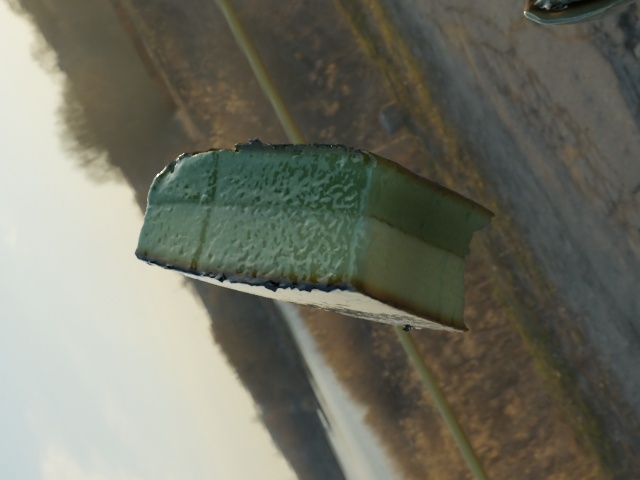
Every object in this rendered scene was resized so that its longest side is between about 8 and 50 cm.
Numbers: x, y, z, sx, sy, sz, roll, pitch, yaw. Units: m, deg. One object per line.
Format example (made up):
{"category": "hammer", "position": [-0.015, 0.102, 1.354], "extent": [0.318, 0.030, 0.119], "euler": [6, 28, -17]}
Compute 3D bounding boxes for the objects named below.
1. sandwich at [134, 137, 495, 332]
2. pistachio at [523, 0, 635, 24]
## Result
{"category": "sandwich", "position": [0.000, 0.000, 0.760], "extent": [0.220, 0.108, 0.186], "euler": [6, 170, 39]}
{"category": "pistachio", "position": [0.271, -0.276, 0.909], "extent": [0.152, 0.223, 0.126], "euler": [44, 162, 53]}
